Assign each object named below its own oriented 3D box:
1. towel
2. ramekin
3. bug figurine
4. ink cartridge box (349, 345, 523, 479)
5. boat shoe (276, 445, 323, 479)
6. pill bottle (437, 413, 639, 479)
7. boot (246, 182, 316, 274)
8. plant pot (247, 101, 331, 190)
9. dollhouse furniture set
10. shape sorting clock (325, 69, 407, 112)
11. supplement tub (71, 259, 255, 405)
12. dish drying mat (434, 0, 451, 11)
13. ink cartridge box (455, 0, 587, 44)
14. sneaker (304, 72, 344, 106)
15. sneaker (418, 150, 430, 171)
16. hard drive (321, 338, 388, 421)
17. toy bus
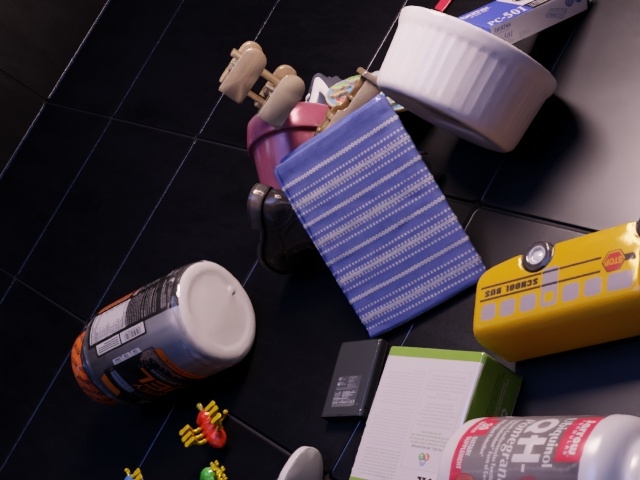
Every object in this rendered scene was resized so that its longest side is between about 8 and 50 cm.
[{"bbox_3d":[0.092,-0.036,1.820,0.243,0.336,0.040,-32,-3,29],"label":"towel"},{"bbox_3d":[0.225,-0.252,1.826,0.277,0.277,0.135,29,92,56],"label":"ramekin"},{"bbox_3d":[-0.246,0.423,1.997,0.279,0.072,0.216,-41,43,12],"label":"bug figurine"},{"bbox_3d":[0.153,0.287,1.608,0.189,0.097,0.255,-2,62,49],"label":"ink cartridge box"},{"bbox_3d":[-0.067,0.421,1.777,0.070,0.078,0.219,7,69,51],"label":"boat shoe"},{"bbox_3d":[0.308,0.294,1.341,0.318,0.176,0.176,-11,54,46],"label":"pill bottle"},{"bbox_3d":[0.000,0.000,1.996,0.229,0.263,0.091,12,62,20],"label":"boot"},{"bbox_3d":[-0.035,-0.132,2.116,0.201,0.201,0.180,-22,60,39],"label":"plant pot"},{"bbox_3d":[-0.037,-0.270,1.936,0.161,0.242,0.212,-55,11,8],"label":"dollhouse furniture set"},{"bbox_3d":[0.111,-0.274,2.085,0.206,0.040,0.206,-8,30,5],"label":"shape sorting clock"},{"bbox_3d":[-0.303,0.186,2.146,0.338,0.207,0.207,-27,43,36],"label":"supplement tub"},{"bbox_3d":[0.255,-0.479,2.206,0.083,0.008,0.032,-54,33,4],"label":"dish drying mat"},{"bbox_3d":[0.332,-0.375,1.888,0.207,0.046,0.097,-27,31,-24],"label":"ink cartridge box"},{"bbox_3d":[-0.011,-0.253,2.263,0.235,0.094,0.153,-26,42,36],"label":"sneaker"},{"bbox_3d":[0.124,-0.139,2.001,0.153,0.101,0.268,8,31,16],"label":"sneaker"},{"bbox_3d":[0.055,0.225,1.842,0.094,0.022,0.135,-11,54,46],"label":"hard drive"},{"bbox_3d":[0.369,0.063,1.521,0.333,0.108,0.130,-19,49,41],"label":"toy bus"}]
